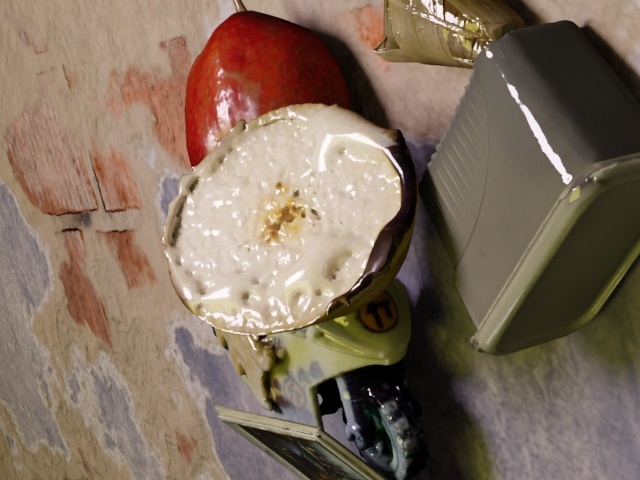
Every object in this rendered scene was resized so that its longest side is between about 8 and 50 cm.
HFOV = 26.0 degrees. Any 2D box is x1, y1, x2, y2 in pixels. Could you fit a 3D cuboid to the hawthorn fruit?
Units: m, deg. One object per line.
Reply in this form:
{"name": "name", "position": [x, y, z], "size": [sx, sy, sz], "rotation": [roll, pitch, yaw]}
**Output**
{"name": "hawthorn fruit", "position": [-0.061, -0.152, 1.488], "size": [0.189, 0.190, 0.251], "rotation": [-31, 65, 59]}

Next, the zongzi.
{"name": "zongzi", "position": [0.117, -0.243, 1.251], "size": [0.160, 0.078, 0.176], "rotation": [15, 113, 46]}

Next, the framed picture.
{"name": "framed picture", "position": [0.033, 0.284, 1.593], "size": [0.296, 0.019, 0.232], "rotation": [40, 160, -25]}

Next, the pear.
{"name": "pear", "position": [-0.002, 0.000, 1.360], "size": [0.267, 0.267, 0.178], "rotation": [44, -177, 34]}

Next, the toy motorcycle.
{"name": "toy motorcycle", "position": [-0.019, 0.099, 1.576], "size": [0.410, 0.169, 0.237], "rotation": [33, 133, 44]}

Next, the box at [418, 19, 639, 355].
{"name": "box", "position": [0.191, -0.043, 1.214], "size": [0.178, 0.138, 0.274], "rotation": [62, 150, 27]}
